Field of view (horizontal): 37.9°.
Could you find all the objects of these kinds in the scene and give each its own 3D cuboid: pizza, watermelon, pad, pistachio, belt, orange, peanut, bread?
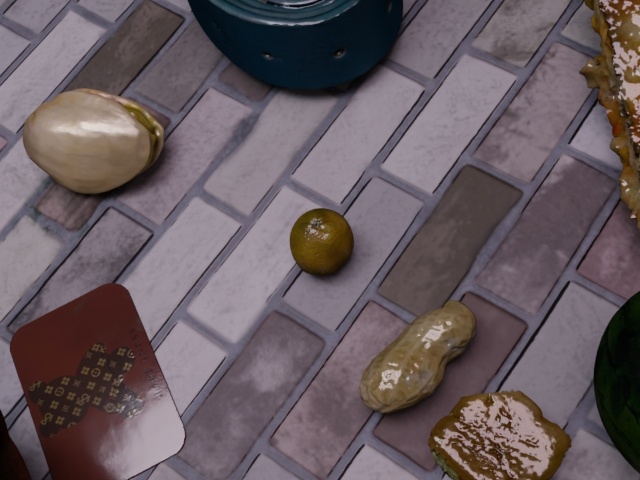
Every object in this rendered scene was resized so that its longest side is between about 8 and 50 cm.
[{"bbox_3d":[0.470,-0.164,1.189,0.440,0.130,0.406,26,80,12],"label":"pizza"},{"bbox_3d":[0.407,0.152,0.975,0.242,0.242,0.242,-4,64,8],"label":"watermelon"},{"bbox_3d":[-0.295,0.192,1.214,0.181,0.004,0.267,-27,62,-4],"label":"pad"},{"bbox_3d":[-0.321,-0.140,1.324,0.200,0.117,0.145,7,104,6],"label":"pistachio"},{"bbox_3d":[-0.056,-0.417,1.372,0.300,0.173,0.436,-30,62,-7],"label":"belt"},{"bbox_3d":[0.000,0.000,1.202,0.085,0.095,0.085,-5,57,8],"label":"orange"},{"bbox_3d":[0.121,0.143,1.123,0.174,0.080,0.080,-43,65,-13],"label":"peanut"},{"bbox_3d":[0.205,0.235,1.066,0.140,0.069,0.128,36,74,22],"label":"bread"}]

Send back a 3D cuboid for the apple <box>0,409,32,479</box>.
[{"bbox_3d":[-0.469,0.311,0.998,0.305,0.338,0.338,-17,62,-11],"label":"apple"}]
